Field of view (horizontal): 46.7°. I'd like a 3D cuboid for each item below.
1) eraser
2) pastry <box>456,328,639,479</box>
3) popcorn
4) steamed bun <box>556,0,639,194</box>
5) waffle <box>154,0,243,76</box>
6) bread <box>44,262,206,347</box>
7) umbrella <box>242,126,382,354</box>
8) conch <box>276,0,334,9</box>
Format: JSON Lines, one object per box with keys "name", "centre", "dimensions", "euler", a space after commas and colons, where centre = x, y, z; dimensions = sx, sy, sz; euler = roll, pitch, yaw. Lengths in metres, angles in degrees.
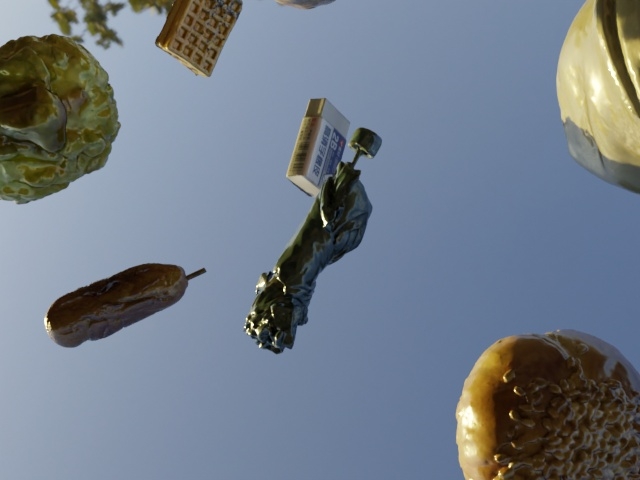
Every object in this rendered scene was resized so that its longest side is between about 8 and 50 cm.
{"name": "eraser", "centre": [-0.003, -0.221, 1.781], "dimensions": [0.068, 0.124, 0.210], "euler": [2, -112, 38]}
{"name": "pastry", "centre": [0.444, 0.355, 1.365], "dimensions": [0.409, 0.409, 0.245], "euler": [-46, -171, -18]}
{"name": "popcorn", "centre": [-0.413, -0.163, 1.020], "dimensions": [0.237, 0.205, 0.251], "euler": [-26, -176, 42]}
{"name": "steamed bun", "centre": [0.431, -0.202, 0.771], "dimensions": [0.368, 0.255, 0.342], "euler": [8, -102, 26]}
{"name": "waffle", "centre": [-0.194, -0.353, 1.207], "dimensions": [0.042, 0.102, 0.148], "euler": [18, -99, 48]}
{"name": "bread", "centre": [-0.394, 0.125, 1.508], "dimensions": [0.344, 0.124, 0.084], "euler": [-21, -131, -3]}
{"name": "umbrella", "centre": [0.003, 0.001, 1.053], "dimensions": [0.348, 0.094, 0.143], "euler": [-62, -161, -8]}
{"name": "conch", "centre": [-0.084, -0.406, 0.865], "dimensions": [0.297, 0.209, 0.352], "euler": [15, -171, 8]}
